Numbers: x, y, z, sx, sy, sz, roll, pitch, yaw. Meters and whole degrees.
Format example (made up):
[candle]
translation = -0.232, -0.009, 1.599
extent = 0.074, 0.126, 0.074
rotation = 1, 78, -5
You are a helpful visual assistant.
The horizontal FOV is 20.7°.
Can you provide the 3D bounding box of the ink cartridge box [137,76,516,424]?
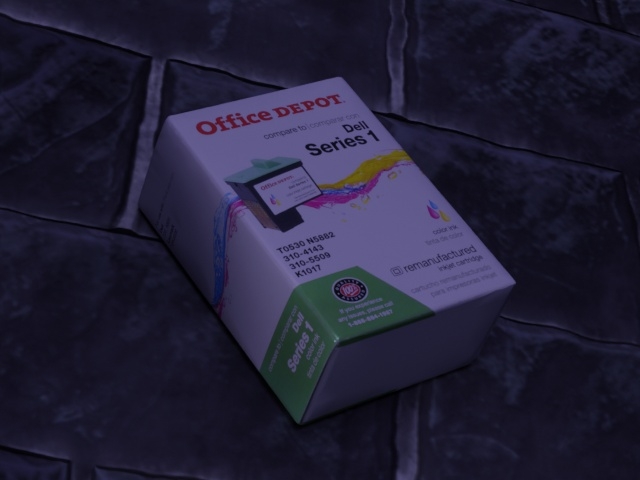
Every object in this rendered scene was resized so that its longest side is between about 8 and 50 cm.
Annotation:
[ink cartridge box]
translation = 0.000, 0.000, 1.534
extent = 0.201, 0.117, 0.278
rotation = -16, 54, -34
